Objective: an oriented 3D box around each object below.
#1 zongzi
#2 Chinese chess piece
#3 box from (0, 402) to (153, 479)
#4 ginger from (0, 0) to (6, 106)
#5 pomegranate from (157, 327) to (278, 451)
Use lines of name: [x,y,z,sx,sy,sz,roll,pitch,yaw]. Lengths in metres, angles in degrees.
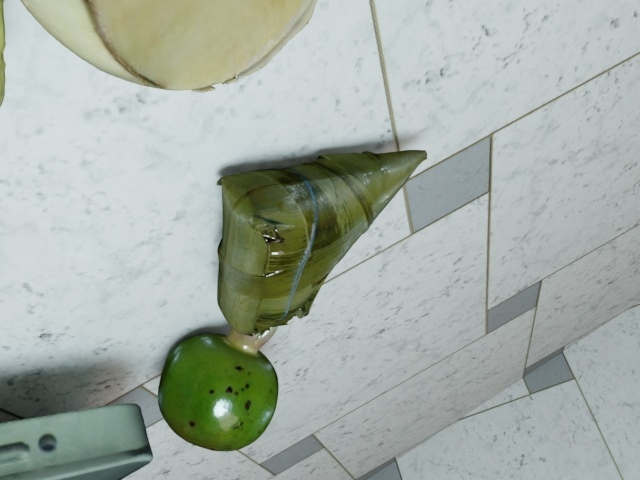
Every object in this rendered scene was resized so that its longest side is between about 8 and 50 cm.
zongzi: [0.000,0.000,0.826,0.275,0.125,0.250,-19,145,-29]
Chinese chess piece: [-0.078,-0.220,0.396,0.257,0.104,0.257,-44,158,-24]
box: [-0.463,0.324,0.814,0.396,0.111,0.397,-1,154,-40]
ginger: [-0.256,-0.178,0.398,0.123,0.115,0.193,12,111,-8]
pomegranate: [-0.137,0.196,0.948,0.187,0.187,0.225,22,95,-52]
